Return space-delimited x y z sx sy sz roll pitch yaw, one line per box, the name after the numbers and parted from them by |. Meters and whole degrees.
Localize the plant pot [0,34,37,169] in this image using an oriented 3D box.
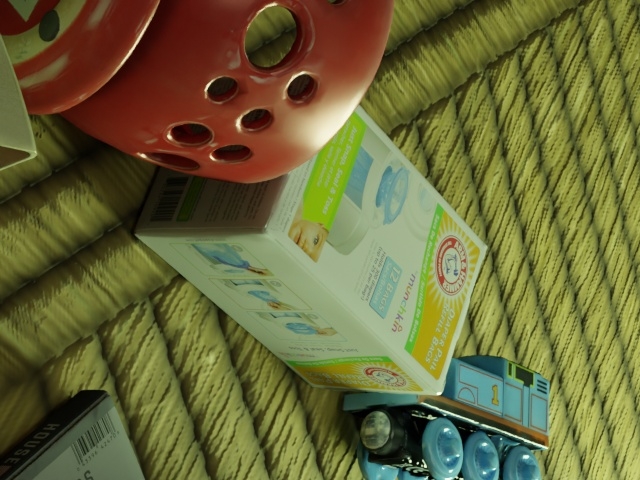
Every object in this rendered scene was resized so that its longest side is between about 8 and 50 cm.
-0.201 -0.077 0.796 0.109 0.109 0.096 12 67 -51 | plant pot

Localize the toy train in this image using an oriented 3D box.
0.089 0.124 1.257 0.184 0.080 0.105 24 62 -47 | toy train

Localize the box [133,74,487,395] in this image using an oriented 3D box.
0.000 0.000 1.116 0.203 0.103 0.114 45 56 -42 | box

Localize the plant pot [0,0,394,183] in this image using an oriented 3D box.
-0.085 -0.138 0.948 0.174 0.191 0.191 14 78 -43 | plant pot

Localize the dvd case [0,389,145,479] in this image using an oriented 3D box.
-0.136 0.228 0.996 0.179 0.029 0.239 -42 121 -44 | dvd case
